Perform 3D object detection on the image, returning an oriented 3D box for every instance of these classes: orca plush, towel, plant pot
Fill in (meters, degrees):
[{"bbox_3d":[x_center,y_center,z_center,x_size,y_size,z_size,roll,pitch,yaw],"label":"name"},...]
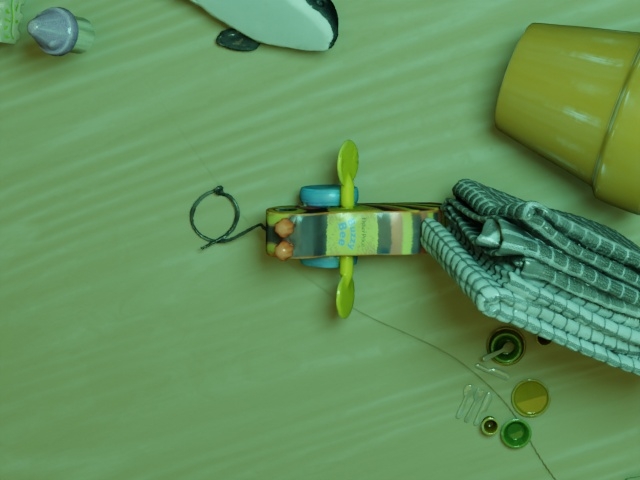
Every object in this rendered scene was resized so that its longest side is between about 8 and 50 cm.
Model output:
[{"bbox_3d":[-0.108,-0.310,1.422,0.287,0.102,0.151,11,143,12],"label":"orca plush"},{"bbox_3d":[0.271,0.030,1.325,0.283,0.235,0.121,22,101,-16],"label":"towel"},{"bbox_3d":[0.304,-0.155,1.356,0.187,0.205,0.205,21,99,15],"label":"plant pot"}]

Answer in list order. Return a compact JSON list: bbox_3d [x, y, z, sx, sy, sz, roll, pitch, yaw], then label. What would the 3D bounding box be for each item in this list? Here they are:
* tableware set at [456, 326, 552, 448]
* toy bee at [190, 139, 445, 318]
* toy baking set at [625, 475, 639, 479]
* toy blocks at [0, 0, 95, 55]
[{"bbox_3d":[0.237,0.173,1.479,0.104,0.024,0.154,23,98,0],"label":"tableware set"},{"bbox_3d":[0.000,0.000,1.402,0.298,0.162,0.195,-20,98,6],"label":"toy bee"},{"bbox_3d":[0.487,0.360,1.491,0.256,0.030,0.197,-14,99,5],"label":"toy baking set"},{"bbox_3d":[-0.391,-0.345,1.284,0.308,0.260,0.289,13,98,23],"label":"toy blocks"}]
